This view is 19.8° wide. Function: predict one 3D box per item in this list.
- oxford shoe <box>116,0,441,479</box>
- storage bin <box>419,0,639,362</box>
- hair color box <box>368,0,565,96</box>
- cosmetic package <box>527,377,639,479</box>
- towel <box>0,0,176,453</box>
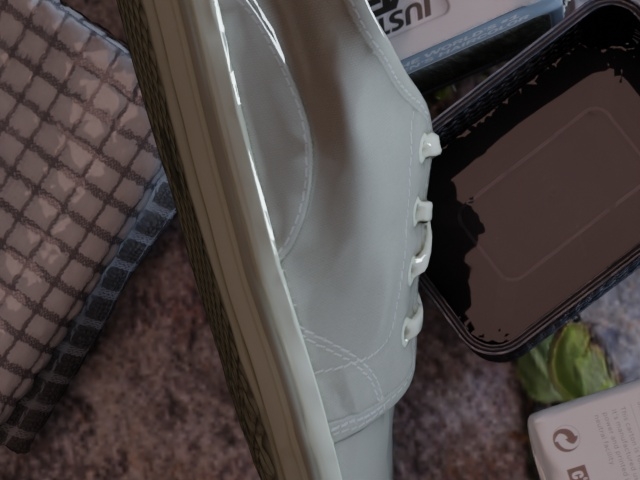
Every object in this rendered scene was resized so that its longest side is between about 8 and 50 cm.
[{"bbox_3d":[0.000,0.000,0.885,0.130,0.169,0.449,-17,114,-11],"label":"oxford shoe"},{"bbox_3d":[0.125,-0.030,0.979,0.180,0.084,0.122,-37,80,2],"label":"storage bin"},{"bbox_3d":[-0.023,-0.253,1.010,0.185,0.113,0.374,-24,80,6],"label":"hair color box"},{"bbox_3d":[0.226,0.094,0.935,0.231,0.117,0.085,-17,82,7],"label":"cosmetic package"},{"bbox_3d":[-0.222,-0.050,1.013,0.283,0.121,0.235,34,96,15],"label":"towel"}]
